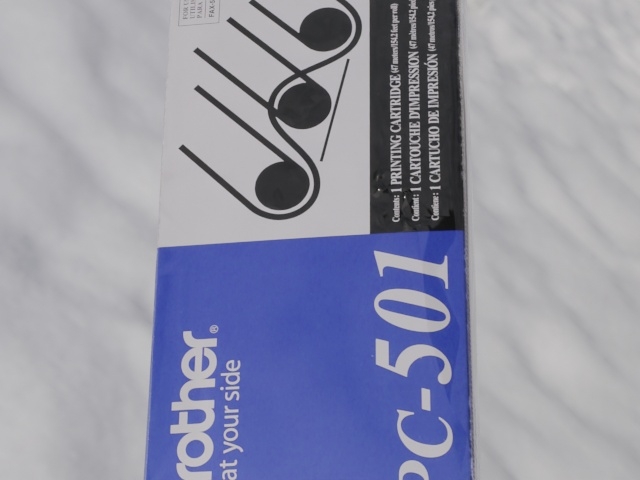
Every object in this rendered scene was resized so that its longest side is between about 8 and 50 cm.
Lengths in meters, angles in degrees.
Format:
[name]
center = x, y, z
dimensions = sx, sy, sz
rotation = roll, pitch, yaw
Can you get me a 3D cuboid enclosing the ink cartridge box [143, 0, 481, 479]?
[ink cartridge box]
center = 0.000, 0.000, 0.559
dimensions = 0.046, 0.097, 0.207
rotation = 72, 16, -62
